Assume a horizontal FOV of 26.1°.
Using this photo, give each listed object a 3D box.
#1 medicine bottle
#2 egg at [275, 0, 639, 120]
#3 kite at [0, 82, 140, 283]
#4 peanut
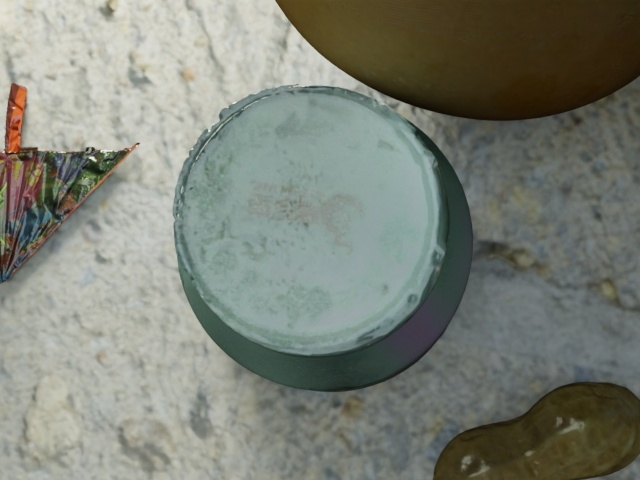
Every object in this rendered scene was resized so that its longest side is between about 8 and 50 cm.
[{"bbox_3d":[0.000,0.000,1.105,0.244,0.290,0.245,-1,84,5],"label":"medicine bottle"},{"bbox_3d":[0.122,-0.250,1.114,0.373,0.301,0.301,10,85,6],"label":"egg"},{"bbox_3d":[-0.281,-0.053,1.278,0.232,0.009,0.189,1,83,5],"label":"kite"},{"bbox_3d":[0.186,0.175,1.169,0.192,0.089,0.089,-25,82,0],"label":"peanut"}]
